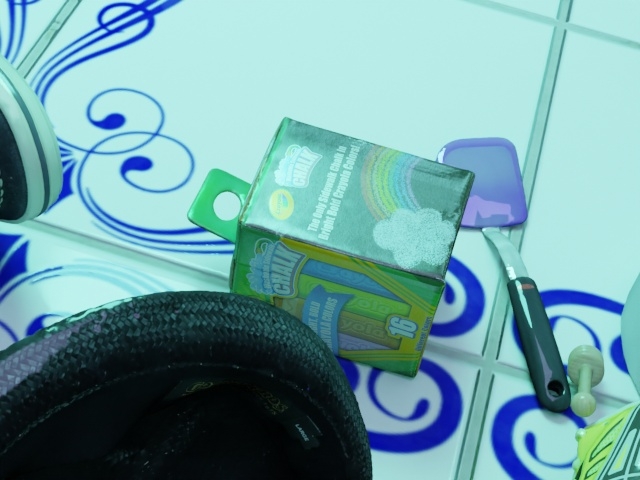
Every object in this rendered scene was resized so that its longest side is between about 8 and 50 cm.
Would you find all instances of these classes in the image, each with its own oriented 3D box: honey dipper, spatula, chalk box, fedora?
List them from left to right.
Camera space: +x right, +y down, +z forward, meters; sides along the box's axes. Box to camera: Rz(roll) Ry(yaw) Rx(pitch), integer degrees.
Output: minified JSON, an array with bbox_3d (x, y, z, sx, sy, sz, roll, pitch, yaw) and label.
[{"bbox_3d":[-0.133,0.172,0.720,0.334,0.334,0.152,-25,20,-29],"label":"fedora"},{"bbox_3d":[0.000,0.000,0.944,0.213,0.132,0.132,16,49,5],"label":"chalk box"},{"bbox_3d":[0.168,0.023,1.021,0.084,0.030,0.296,-2,50,-12],"label":"spatula"},{"bbox_3d":[0.205,0.110,0.889,0.030,0.031,0.160,22,11,9],"label":"honey dipper"}]

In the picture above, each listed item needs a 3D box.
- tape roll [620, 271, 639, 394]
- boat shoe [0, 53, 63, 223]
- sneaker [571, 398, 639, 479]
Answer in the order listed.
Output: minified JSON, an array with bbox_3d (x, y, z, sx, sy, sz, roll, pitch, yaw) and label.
[{"bbox_3d":[0.404,0.080,0.969,0.286,0.100,0.286,6,48,-6],"label":"tape roll"},{"bbox_3d":[-0.426,-0.120,0.934,0.500,0.187,0.156,23,44,19],"label":"boat shoe"},{"bbox_3d":[0.216,0.208,0.781,0.384,0.145,0.147,-39,36,-14],"label":"sneaker"}]
